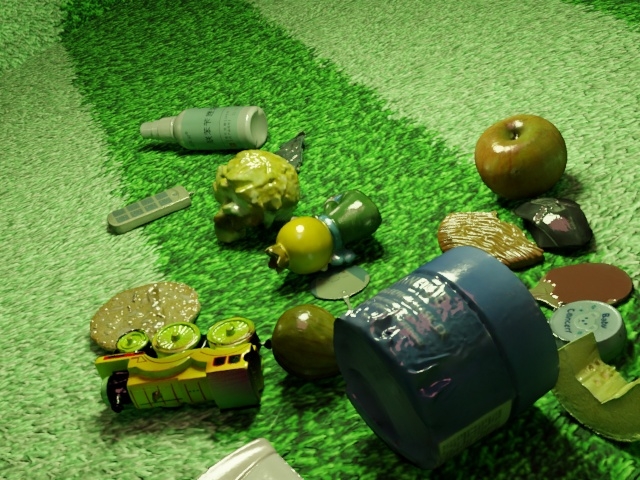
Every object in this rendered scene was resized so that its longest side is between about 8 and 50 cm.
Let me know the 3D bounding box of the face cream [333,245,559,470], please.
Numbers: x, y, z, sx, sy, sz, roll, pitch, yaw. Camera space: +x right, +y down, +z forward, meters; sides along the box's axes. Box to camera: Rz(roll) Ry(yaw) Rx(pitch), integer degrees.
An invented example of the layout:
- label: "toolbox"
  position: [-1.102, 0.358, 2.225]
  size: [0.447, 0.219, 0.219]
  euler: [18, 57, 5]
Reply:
- label: "face cream"
  position: [0.167, 0.164, 1.273]
  size: [0.225, 0.249, 0.249]
  euler: [-31, 34, -21]

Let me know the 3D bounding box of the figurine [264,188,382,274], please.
- label: "figurine"
  position: [-0.009, -0.012, 1.783]
  size: [0.234, 0.127, 0.185]
  euler: [-36, 22, -10]

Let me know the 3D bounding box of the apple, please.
- label: "apple"
  position: [0.398, -0.161, 1.814]
  size: [0.183, 0.155, 0.182]
  euler: [-12, 44, 11]

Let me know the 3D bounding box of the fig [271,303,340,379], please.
- label: "fig"
  position: [0.038, 0.175, 1.483]
  size: [0.236, 0.124, 0.124]
  euler: [11, 32, -3]

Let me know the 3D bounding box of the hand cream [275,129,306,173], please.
- label: "hand cream"
  position: [-0.082, -0.190, 2.166]
  size: [0.075, 0.052, 0.248]
  euler: [-8, 31, 10]

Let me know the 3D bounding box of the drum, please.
- label: "drum"
  position: [0.352, 0.132, 1.441]
  size: [0.253, 0.049, 0.130]
  euler: [9, 38, 34]

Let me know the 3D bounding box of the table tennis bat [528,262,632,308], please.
- label: "table tennis bat"
  position: [0.401, 0.084, 1.531]
  size: [0.235, 0.022, 0.131]
  euler: [-11, 31, 4]

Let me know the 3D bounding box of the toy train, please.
- label: "toy train"
  position: [-0.230, 0.212, 1.512]
  size: [0.296, 0.100, 0.160]
  euler: [-9, 32, 10]

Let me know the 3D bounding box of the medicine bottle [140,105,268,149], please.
- label: "medicine bottle"
  position: [-0.312, -0.289, 2.374]
  size: [0.352, 0.110, 0.110]
  euler: [2, 34, 26]

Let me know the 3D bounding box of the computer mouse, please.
- label: "computer mouse"
  position: [0.429, -0.042, 1.685]
  size: [0.106, 0.062, 0.192]
  euler: [-19, 32, -8]

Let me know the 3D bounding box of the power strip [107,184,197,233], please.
- label: "power strip"
  position: [-0.392, -0.076, 2.133]
  size: [0.227, 0.029, 0.080]
  euler: [-24, 31, -16]

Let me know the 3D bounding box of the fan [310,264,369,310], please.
- label: "fan"
  position: [0.042, 0.092, 1.686]
  size: [0.113, 0.005, 0.175]
  euler: [-16, 29, -4]

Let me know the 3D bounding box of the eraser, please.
- label: "eraser"
  position: [-0.123, 0.379, 1.227]
  size: [0.243, 0.059, 0.204]
  euler: [-25, 32, -24]

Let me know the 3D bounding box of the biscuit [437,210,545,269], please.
- label: "biscuit"
  position: [0.316, -0.004, 1.701]
  size: [0.229, 0.031, 0.176]
  euler: [7, 38, 33]

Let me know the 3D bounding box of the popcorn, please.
- label: "popcorn"
  position: [-0.143, -0.086, 1.923]
  size: [0.198, 0.198, 0.212]
  euler: [20, 71, 45]

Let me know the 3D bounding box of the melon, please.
- label: "melon"
  position: [0.394, 0.201, 1.248]
  size: [0.064, 0.118, 0.209]
  euler: [-18, 39, -33]

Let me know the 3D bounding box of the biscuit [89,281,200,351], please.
- label: "biscuit"
  position: [-0.333, 0.143, 1.741]
  size: [0.220, 0.033, 0.220]
  euler: [-9, 31, 6]
